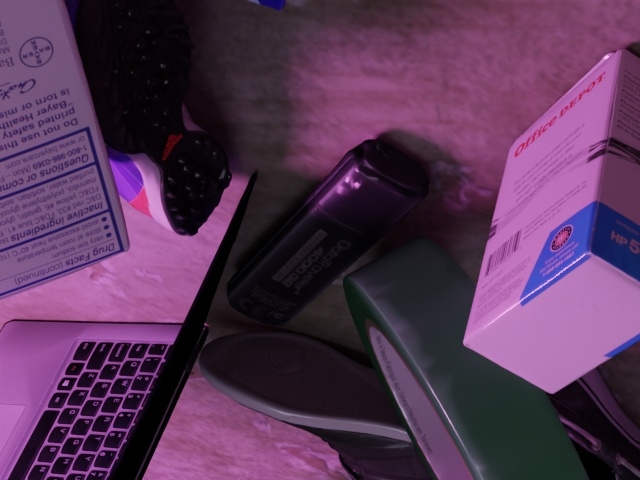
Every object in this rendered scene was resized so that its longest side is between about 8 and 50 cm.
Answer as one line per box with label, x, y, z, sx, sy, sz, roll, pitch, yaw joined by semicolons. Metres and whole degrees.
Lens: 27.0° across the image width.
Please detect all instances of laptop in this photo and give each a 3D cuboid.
laptop;-0.258;0.154;1.226;0.408;0.382;0.236;0;135;26

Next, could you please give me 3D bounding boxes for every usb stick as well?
usb stick;0.000;0.000;1.196;0.077;0.045;0.278;26;141;-16

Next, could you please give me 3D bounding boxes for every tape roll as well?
tape roll;0.127;0.153;1.119;0.077;0.321;0.321;-28;132;-7

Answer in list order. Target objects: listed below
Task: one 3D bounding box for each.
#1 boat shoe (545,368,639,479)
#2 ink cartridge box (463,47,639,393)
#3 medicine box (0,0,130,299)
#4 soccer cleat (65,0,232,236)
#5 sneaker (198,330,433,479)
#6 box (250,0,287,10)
boat shoe;0.269;0.223;1.277;0.113;0.105;0.306;-11;131;34
ink cartridge box;0.192;-0.015;0.963;0.086;0.203;0.148;30;141;-13
medicine box;-0.269;-0.144;0.952;0.149;0.263;0.289;-21;136;-14
soccer cleat;-0.160;-0.113;1.060;0.116;0.108;0.318;26;160;20
sneaker;0.014;0.189;1.357;0.296;0.104;0.147;14;136;3
box;-0.070;-0.246;0.923;0.137;0.072;0.126;18;142;4
